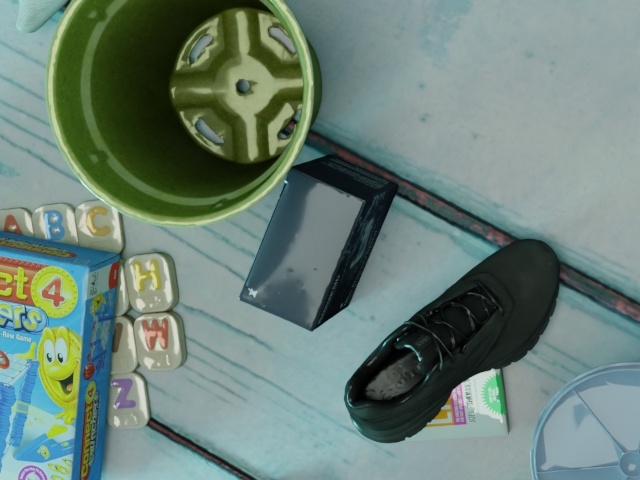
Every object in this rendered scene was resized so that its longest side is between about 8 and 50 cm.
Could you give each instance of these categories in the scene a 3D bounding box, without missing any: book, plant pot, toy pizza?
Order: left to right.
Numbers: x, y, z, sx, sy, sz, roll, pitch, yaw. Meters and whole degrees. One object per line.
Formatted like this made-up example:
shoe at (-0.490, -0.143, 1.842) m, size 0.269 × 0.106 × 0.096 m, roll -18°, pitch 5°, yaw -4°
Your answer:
plant pot at (-0.111, -0.162, 1.654) m, size 0.276 × 0.254 × 0.276 m, roll 2°, pitch 97°, yaw 14°
book at (0.134, 0.174, 1.752) m, size 0.144 × 0.035 × 0.096 m, roll -6°, pitch 97°, yaw 14°
toy pizza at (0.308, 0.215, 1.542) m, size 0.201 × 0.032 × 0.201 m, roll 3°, pitch 100°, yaw 15°

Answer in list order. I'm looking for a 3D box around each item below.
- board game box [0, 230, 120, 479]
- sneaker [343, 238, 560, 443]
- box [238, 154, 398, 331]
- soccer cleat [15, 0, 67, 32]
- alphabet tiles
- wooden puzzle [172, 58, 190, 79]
board game box at (-0.403, 0.142, 1.852) m, size 0.308 × 0.086 × 0.301 m, roll 9°, pitch 103°, yaw 15°
sneaker at (0.141, 0.105, 1.664) m, size 0.286 × 0.130 × 0.109 m, roll -45°, pitch 69°, yaw 0°
box at (0.000, 0.000, 1.698) m, size 0.093 × 0.158 × 0.156 m, roll 25°, pitch 104°, yaw 12°
soccer cleat at (-0.424, -0.362, 1.794) m, size 0.331 × 0.116 × 0.143 m, roll 36°, pitch 105°, yaw 9°
alphabet tiles at (-0.300, 0.094, 1.871) m, size 0.284 × 0.021 × 0.277 m, roll -5°, pitch 96°, yaw 17°
wooden puzzle at (-0.211, -0.184, 1.810) m, size 0.116 × 0.014 × 0.078 m, roll -27°, pitch 89°, yaw 18°
